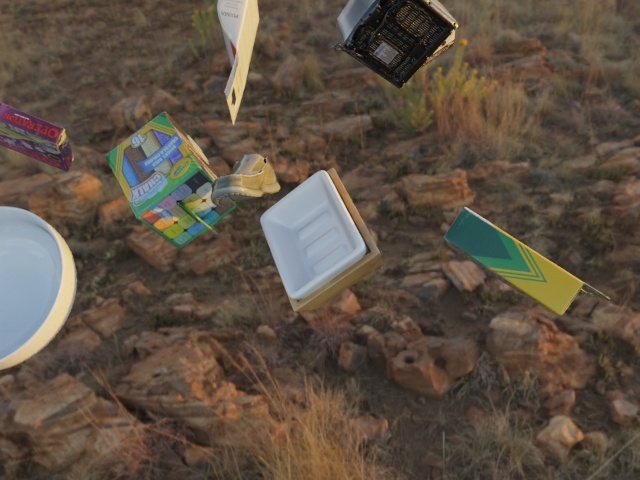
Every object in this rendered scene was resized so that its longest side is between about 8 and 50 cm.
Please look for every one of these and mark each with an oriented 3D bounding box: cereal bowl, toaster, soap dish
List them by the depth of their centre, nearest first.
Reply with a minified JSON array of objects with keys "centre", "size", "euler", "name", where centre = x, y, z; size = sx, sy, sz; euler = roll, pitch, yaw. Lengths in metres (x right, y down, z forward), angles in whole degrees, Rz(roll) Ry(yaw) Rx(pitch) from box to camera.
[{"centre":[0.132,-0.406,1.099],"size":[0.186,0.168,0.110],"euler":[23,35,-33],"name":"toaster"},{"centre":[-0.660,0.110,1.202],"size":[0.339,0.141,0.338],"euler":[-1,68,3],"name":"cereal bowl"},{"centre":[0.000,0.000,1.340],"size":[0.229,0.118,0.290],"euler":[-36,49,14],"name":"soap dish"}]

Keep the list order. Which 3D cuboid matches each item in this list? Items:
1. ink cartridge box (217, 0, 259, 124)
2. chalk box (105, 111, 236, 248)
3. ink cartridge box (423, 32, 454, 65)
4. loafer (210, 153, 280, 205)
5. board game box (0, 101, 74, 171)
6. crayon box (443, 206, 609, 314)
[{"centre":[-0.273,-0.586,1.784],"size":[0.091,0.308,0.384],"euler":[12,83,-2],"name":"ink cartridge box"},{"centre":[-0.330,-0.115,1.336],"size":[0.179,0.180,0.289],"euler":[-36,57,2],"name":"chalk box"},{"centre":[0.277,-0.527,1.614],"size":[0.207,0.097,0.046],"euler":[-35,69,-2],"name":"ink cartridge box"},{"centre":[-0.154,-0.124,1.151],"size":[0.095,0.087,0.251],"euler":[-12,6,13],"name":"loafer"},{"centre":[-0.759,-0.275,1.346],"size":[0.347,0.208,0.056],"euler":[22,77,-11],"name":"board game box"},{"centre":[0.420,0.060,1.230],"size":[0.323,0.203,0.083],"euler":[34,94,15],"name":"crayon box"}]
